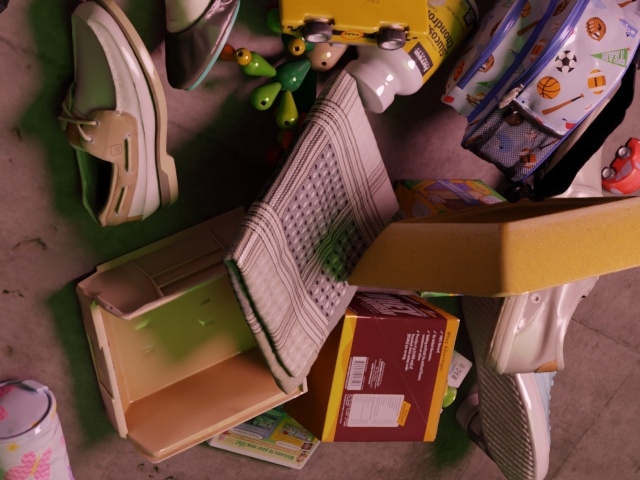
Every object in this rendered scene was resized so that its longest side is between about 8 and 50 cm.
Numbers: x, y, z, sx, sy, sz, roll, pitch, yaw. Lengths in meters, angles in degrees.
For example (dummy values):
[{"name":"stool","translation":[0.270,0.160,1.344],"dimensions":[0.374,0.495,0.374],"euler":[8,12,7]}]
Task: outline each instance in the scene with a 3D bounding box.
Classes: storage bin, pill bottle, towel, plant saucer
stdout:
[{"name":"storage bin","translation":[-0.168,0.127,1.717],"dimensions":[0.260,0.123,0.262],"euler":[-24,132,-22]},{"name":"pill bottle","translation":[0.297,0.325,2.196],"dimensions":[0.078,0.137,0.078],"euler":[-19,128,-26]},{"name":"towel","translation":[0.000,0.000,1.649],"dimensions":[0.312,0.056,0.324],"euler":[-60,152,-28]},{"name":"pill bottle","translation":[0.111,-0.253,1.650],"dimensions":[0.184,0.103,0.103],"euler":[-48,137,-14]},{"name":"plant saucer","translation":[0.251,-0.002,1.650],"dimensions":[0.332,0.332,0.081],"euler":[-11,97,-32]}]

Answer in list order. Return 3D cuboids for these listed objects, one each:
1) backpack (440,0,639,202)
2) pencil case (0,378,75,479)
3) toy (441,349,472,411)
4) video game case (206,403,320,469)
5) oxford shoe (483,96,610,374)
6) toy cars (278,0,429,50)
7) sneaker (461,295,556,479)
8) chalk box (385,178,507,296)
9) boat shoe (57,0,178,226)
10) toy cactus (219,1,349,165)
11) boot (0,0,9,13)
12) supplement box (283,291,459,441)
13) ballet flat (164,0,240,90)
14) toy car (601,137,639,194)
[{"name":"backpack","translation":[0.299,-0.235,1.664],"dimensions":[0.213,0.276,0.263],"euler":[36,135,-16]},{"name":"pencil case","translation":[-0.378,0.311,1.698],"dimensions":[0.124,0.113,0.273],"euler":[-32,135,-27]},{"name":"toy","translation":[0.121,0.192,2.019],"dimensions":[0.237,0.056,0.137],"euler":[36,85,-31]},{"name":"video game case","translation":[-0.050,0.252,1.966],"dimensions":[0.212,0.023,0.193],"euler":[25,103,-45]},{"name":"oxford shoe","translation":[0.371,-0.001,1.939],"dimensions":[0.169,0.130,0.449],"euler":[64,45,-81]},{"name":"toy cars","translation":[0.100,-0.338,1.577],"dimensions":[0.393,0.176,0.087],"euler":[-42,-179,-24]},{"name":"sneaker","translation":[0.339,0.213,2.074],"dimensions":[0.150,0.135,0.366],"euler":[-15,101,-30]},{"name":"chalk box","translation":[0.212,-0.005,1.901],"dimensions":[0.213,0.132,0.132],"euler":[-2,121,-36]},{"name":"boat shoe","translation":[-0.243,-0.137,1.481],"dimensions":[0.103,0.113,0.302],"euler":[-31,135,-23]},{"name":"toy cactus","translation":[-0.033,-0.215,1.611],"dimensions":[0.180,0.112,0.219],"euler":[-43,137,-31]},{"name":"boot","translation":[-0.396,-0.182,1.344],"dimensions":[0.207,0.094,0.246],"euler":[-43,130,2]},{"name":"supplement box","translation":[0.073,0.182,1.881],"dimensions":[0.194,0.129,0.191],"euler":[5,102,-29]},{"name":"ballet flat","translation":[-0.122,-0.311,1.473],"dimensions":[0.096,0.095,0.280],"euler":[32,88,-36]},{"name":"toy car","translation":[0.466,-0.028,2.132],"dimensions":[0.239,0.053,0.225],"euler":[-32,134,-15]}]
